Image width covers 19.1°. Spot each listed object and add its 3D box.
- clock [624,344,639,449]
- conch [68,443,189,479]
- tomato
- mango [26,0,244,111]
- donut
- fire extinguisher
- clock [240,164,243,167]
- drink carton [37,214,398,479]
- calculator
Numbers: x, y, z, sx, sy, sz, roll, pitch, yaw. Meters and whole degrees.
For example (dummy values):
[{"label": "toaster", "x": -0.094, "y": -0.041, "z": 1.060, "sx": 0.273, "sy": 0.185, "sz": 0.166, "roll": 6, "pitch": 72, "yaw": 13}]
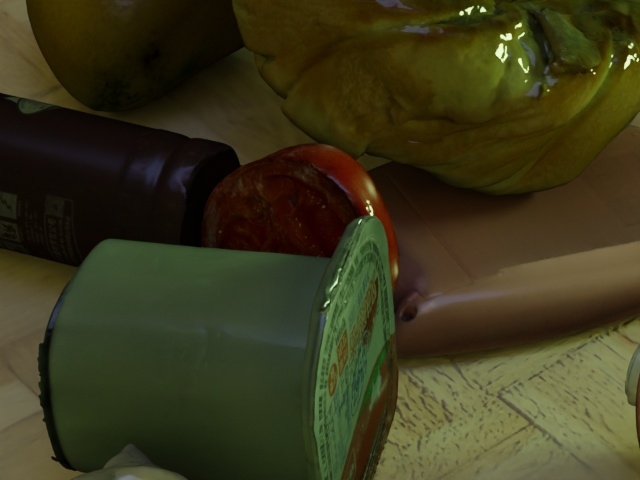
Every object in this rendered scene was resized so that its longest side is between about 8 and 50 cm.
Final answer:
[{"label": "clock", "x": 0.310, "y": 0.113, "z": 1.190, "sx": 0.241, "sy": 0.142, "sz": 0.227, "roll": 12, "pitch": 64, "yaw": 27}, {"label": "conch", "x": -0.112, "y": 0.214, "z": 1.056, "sx": 0.158, "sy": 0.127, "sz": 0.255, "roll": -2, "pitch": 41, "yaw": -8}, {"label": "tomato", "x": 0.000, "y": 0.000, "z": 1.321, "sx": 0.091, "sy": 0.159, "sz": 0.139, "roll": -26, "pitch": 86, "yaw": -46}, {"label": "mango", "x": -0.121, "y": -0.235, "z": 1.605, "sx": 0.211, "sy": 0.173, "sz": 0.317, "roll": 32, "pitch": 58, "yaw": 18}, {"label": "donut", "x": 0.089, "y": -0.190, "z": 1.445, "sx": 0.360, "sy": 0.170, "sz": 0.360, "roll": 15, "pitch": 43, "yaw": -15}, {"label": "fire extinguisher", "x": -0.234, "y": -0.056, "z": 1.396, "sx": 0.337, "sy": 0.135, "sz": 0.114, "roll": 13, "pitch": 58, "yaw": 15}, {"label": "clock", "x": -0.082, "y": -0.036, "z": 1.472, "sx": 0.074, "sy": 0.010, "sz": 0.083, "roll": 3, "pitch": 38, "yaw": 1}, {"label": "drink carton", "x": -0.058, "y": 0.075, "z": 1.202, "sx": 0.189, "sy": 0.191, "sz": 0.185, "roll": 8, "pitch": 40, "yaw": 18}, {"label": "calculator", "x": 0.166, "y": -0.015, "z": 1.427, "sx": 0.329, "sy": 0.048, "sz": 0.220, "roll": -13, "pitch": 39, "yaw": -22}]
